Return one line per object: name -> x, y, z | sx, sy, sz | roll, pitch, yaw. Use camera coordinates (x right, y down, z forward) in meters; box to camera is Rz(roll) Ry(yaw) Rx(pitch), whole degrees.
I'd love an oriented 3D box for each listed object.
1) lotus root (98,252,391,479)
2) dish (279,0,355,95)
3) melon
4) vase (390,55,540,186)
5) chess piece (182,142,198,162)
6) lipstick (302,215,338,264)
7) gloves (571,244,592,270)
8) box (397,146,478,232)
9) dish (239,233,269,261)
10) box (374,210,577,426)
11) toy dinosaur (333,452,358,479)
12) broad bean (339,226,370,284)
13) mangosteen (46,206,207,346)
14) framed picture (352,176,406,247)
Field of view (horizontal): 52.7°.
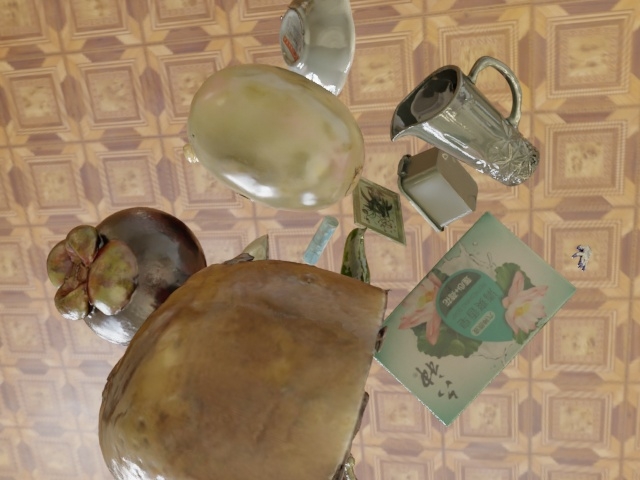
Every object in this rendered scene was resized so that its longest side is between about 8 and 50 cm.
lotus root -> -0.068, 0.118, 0.522 | 0.192, 0.272, 0.272 | 26, 113, 3
dish -> -0.025, -0.372, 1.190 | 0.081, 0.229, 0.229 | -10, 113, -28
melon -> -0.077, -0.171, 1.072 | 0.317, 0.223, 0.223 | 24, 113, 18
vase -> 0.324, -0.233, 1.326 | 0.301, 0.156, 0.251 | 30, 109, -26
chess piece -> -0.161, -0.275, 1.639 | 0.397, 0.117, 0.117 | -13, 106, 9
lipstick -> 0.000, 0.000, 1.856 | 0.048, 0.048, 0.158 | 30, 125, 1
gloves -> 0.716, 0.043, 1.772 | 0.026, 0.086, 0.064 | -15, 119, 49
box -> 0.347, -0.158, 1.875 | 0.135, 0.163, 0.243 | -24, 123, 37
dish -> -0.125, 0.079, 1.131 | 0.066, 0.190, 0.190 | 1, 110, -4
box -> 0.193, 0.102, 0.857 | 0.153, 0.092, 0.245 | 42, 92, 10
toy dinosaur -> 0.057, 0.584, 1.491 | 0.077, 0.162, 0.294 | -3, 141, -25
broad bean -> 0.051, 0.122, 1.104 | 0.060, 0.043, 0.297 | 9, 85, 14
mangosteen -> -0.258, 0.049, 0.895 | 0.210, 0.210, 0.209 | 4, 110, 11
framed picture -> 0.162, -0.089, 1.813 | 0.173, 0.231, 0.010 | 23, 128, -21
